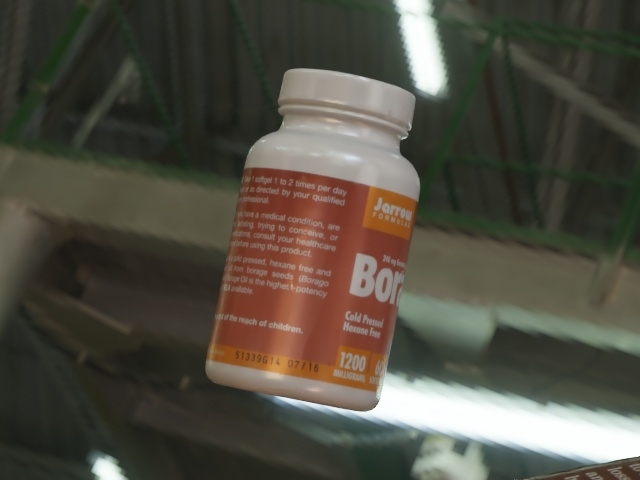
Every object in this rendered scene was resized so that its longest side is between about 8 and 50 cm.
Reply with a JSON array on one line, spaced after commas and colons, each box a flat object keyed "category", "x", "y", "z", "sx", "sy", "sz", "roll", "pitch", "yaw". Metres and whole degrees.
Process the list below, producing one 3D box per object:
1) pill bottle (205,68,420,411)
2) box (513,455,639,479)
[{"category": "pill bottle", "x": 0.000, "y": 0.000, "z": 1.279, "sx": 0.121, "sy": 0.216, "sz": 0.121, "roll": 11, "pitch": -4, "yaw": 1}, {"category": "box", "x": 0.115, "y": 0.178, "z": 0.696, "sx": 0.191, "sy": 0.381, "sz": 0.143, "roll": -141, "pitch": -136, "yaw": -65}]
